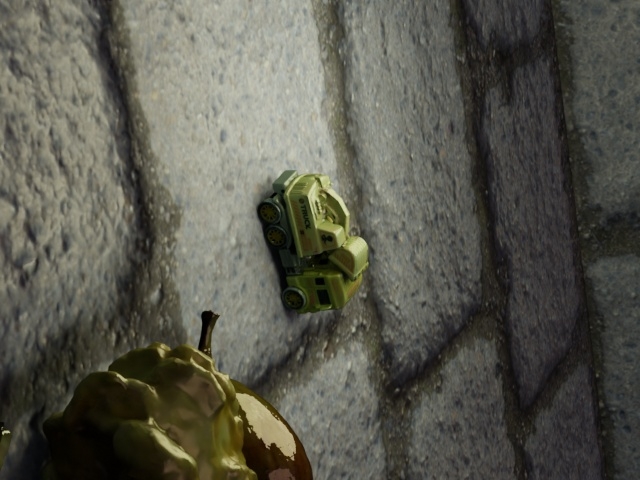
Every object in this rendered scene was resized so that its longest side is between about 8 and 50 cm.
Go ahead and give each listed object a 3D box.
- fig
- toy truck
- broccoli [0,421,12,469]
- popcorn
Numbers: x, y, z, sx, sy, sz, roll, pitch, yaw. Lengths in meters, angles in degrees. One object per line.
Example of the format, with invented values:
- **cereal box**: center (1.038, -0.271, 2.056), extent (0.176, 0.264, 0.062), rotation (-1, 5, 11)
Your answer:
- **fig**: center (-0.109, 0.211, 1.610), extent (0.145, 0.170, 0.274), rotation (13, 58, -58)
- **toy truck**: center (0.000, 0.000, 1.845), extent (0.085, 0.116, 0.191), rotation (-47, 129, -52)
- **broccoli**: center (-0.339, 0.162, 1.096), extent (0.122, 0.204, 0.118), rotation (14, 77, -77)
- **popcorn**: center (-0.171, 0.230, 1.431), extent (0.255, 0.194, 0.256), rotation (45, 62, -60)
